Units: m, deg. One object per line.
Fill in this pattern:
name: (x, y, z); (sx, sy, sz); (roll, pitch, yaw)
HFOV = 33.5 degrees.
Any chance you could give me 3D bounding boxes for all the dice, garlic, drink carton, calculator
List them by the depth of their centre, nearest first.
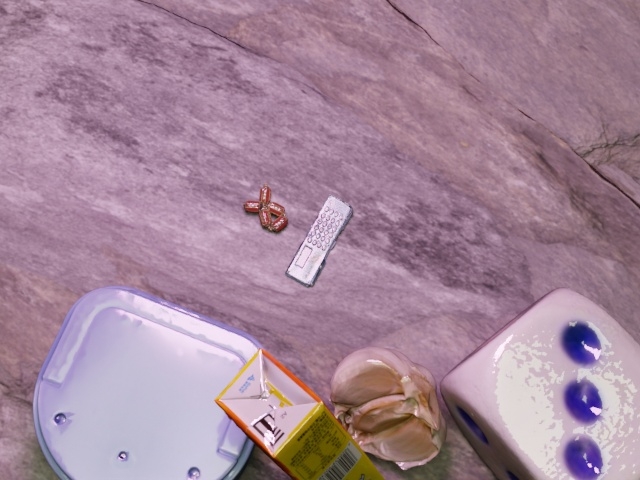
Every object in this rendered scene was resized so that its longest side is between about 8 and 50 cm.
drink carton: (-0.021, 0.317, 1.658); (0.111, 0.351, 0.154); (-46, 54, -10)
dice: (0.385, 0.270, 1.734); (0.277, 0.304, 0.304); (-38, 82, -12)
garlic: (0.118, 0.265, 1.807); (0.229, 0.178, 0.143); (53, 33, -21)
calculator: (0.000, 0.000, 1.923); (0.057, 0.018, 0.172); (29, 77, 5)

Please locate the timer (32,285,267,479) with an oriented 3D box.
timer: (-0.285, 0.292, 1.746); (0.394, 0.173, 0.395); (2, 72, -5)

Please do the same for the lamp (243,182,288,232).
lamp: (-0.093, -0.054, 1.923); (0.063, 0.031, 0.083); (-44, 86, -11)
